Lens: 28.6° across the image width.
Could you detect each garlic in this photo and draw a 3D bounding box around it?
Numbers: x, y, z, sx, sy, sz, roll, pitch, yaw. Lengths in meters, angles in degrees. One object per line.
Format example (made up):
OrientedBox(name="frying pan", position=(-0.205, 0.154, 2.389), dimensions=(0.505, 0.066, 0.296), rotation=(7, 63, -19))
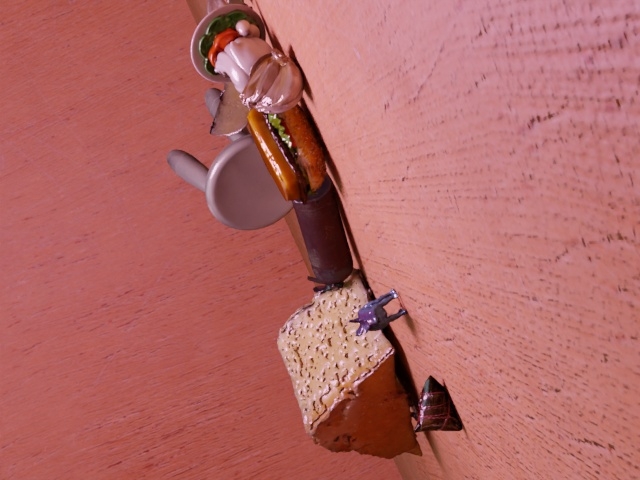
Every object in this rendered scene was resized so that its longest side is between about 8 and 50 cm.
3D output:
OrientedBox(name="garlic", position=(-0.062, -0.218, 1.763), dimensions=(0.074, 0.094, 0.113), rotation=(21, -173, -24))

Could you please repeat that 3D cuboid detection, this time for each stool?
OrientedBox(name="stool", position=(-0.146, -0.148, 2.318), dimensions=(0.195, 0.195, 0.199), rotation=(23, -161, -36))

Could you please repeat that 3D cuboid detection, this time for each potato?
OrientedBox(name="potato", position=(-0.128, -0.259, 2.184), dimensions=(0.101, 0.089, 0.172), rotation=(-79, 7, -48))

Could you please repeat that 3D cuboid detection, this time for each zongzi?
OrientedBox(name="zongzi", position=(0.161, 0.222, 1.746), dimensions=(0.073, 0.067, 0.083), rotation=(-25, -71, -83))

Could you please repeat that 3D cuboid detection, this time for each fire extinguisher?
OrientedBox(name="fire extinguisher", position=(0.000, 0.000, 2.083), dimensions=(0.268, 0.089, 0.072), rotation=(74, -156, -47))

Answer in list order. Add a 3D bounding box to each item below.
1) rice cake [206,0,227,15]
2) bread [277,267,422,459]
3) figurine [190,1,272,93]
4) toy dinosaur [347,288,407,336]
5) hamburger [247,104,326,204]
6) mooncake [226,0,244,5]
OrientedBox(name="rice cake", position=(-0.171, -0.370, 2.458), dimensions=(0.256, 0.052, 0.057), rotation=(71, 176, -53))
OrientedBox(name="bread", position=(0.111, 0.226, 2.246), dimensions=(0.315, 0.279, 0.248), rotation=(10, -140, -39))
OrientedBox(name="figurine", position=(-0.107, -0.271, 1.872), dimensions=(0.153, 0.132, 0.132), rotation=(44, 161, 46))
OrientedBox(name="toy dinosaur", position=(0.080, 0.107, 1.798), dimensions=(0.045, 0.080, 0.197), rotation=(63, 176, 1))
OrientedBox(name="hamburger", position=(-0.044, -0.141, 1.890), dimensions=(0.166, 0.087, 0.137), rotation=(63, 175, 15))
OrientedBox(name="mooncake", position=(-0.197, -0.513, 2.016), dimensions=(0.347, 0.057, 0.150), rotation=(54, 157, 38))
